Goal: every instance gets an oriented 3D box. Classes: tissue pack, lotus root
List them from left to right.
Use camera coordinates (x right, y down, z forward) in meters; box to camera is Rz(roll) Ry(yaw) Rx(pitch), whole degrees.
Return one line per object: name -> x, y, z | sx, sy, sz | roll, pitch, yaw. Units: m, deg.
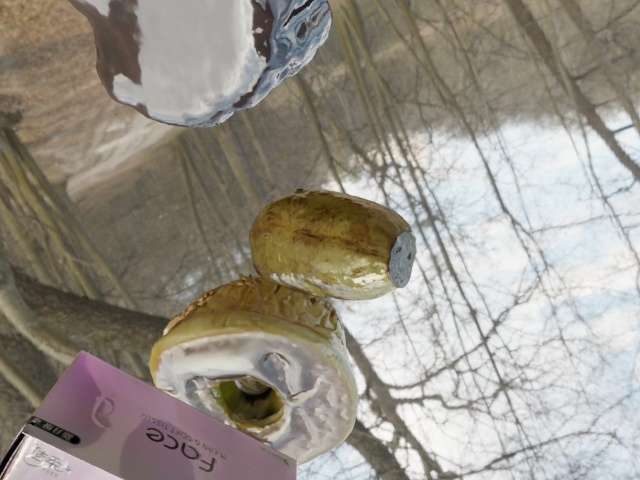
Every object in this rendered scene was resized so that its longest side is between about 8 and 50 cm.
tissue pack -> -0.146, 0.215, 0.599 | 0.092, 0.246, 0.148 | -58, -170, 13
lotus root -> 0.000, 0.000, 0.665 | 0.258, 0.097, 0.110 | 5, -112, 57

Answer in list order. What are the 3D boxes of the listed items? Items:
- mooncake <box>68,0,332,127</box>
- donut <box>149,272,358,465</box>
mooncake -> -0.158, -0.332, 0.818 | 0.212, 0.350, 0.381 | -51, 160, -36
donut -> -0.098, 0.197, 1.001 | 0.330, 0.330, 0.160 | -22, -146, 16
